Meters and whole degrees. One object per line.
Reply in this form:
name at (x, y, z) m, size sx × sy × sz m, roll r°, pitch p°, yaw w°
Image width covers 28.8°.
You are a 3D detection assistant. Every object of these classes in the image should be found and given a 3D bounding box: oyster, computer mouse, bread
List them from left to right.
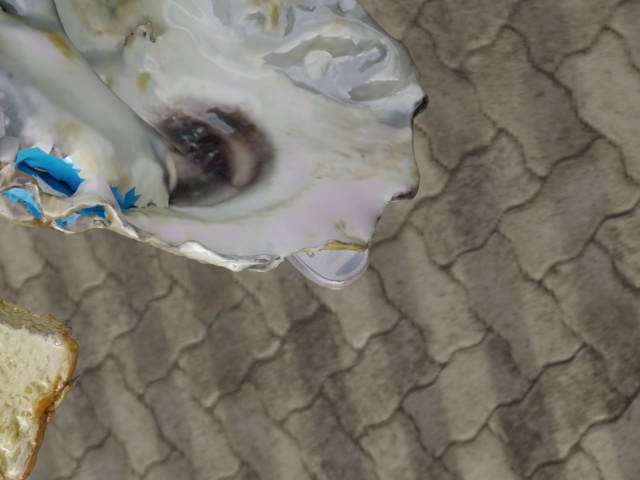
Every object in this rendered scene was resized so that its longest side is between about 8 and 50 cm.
bread at (-0.305, 0.187, 1.081) m, size 0.275 × 0.114 × 0.185 m, roll -69°, pitch 22°, yaw -2°
oyster at (-0.062, -0.066, 0.505) m, size 0.223 × 0.214 × 0.083 m, roll 43°, pitch 141°, yaw -8°
computer mouse at (0.000, 0.000, 1.078) m, size 0.066 × 0.039 × 0.096 m, roll -42°, pitch 81°, yaw -13°
